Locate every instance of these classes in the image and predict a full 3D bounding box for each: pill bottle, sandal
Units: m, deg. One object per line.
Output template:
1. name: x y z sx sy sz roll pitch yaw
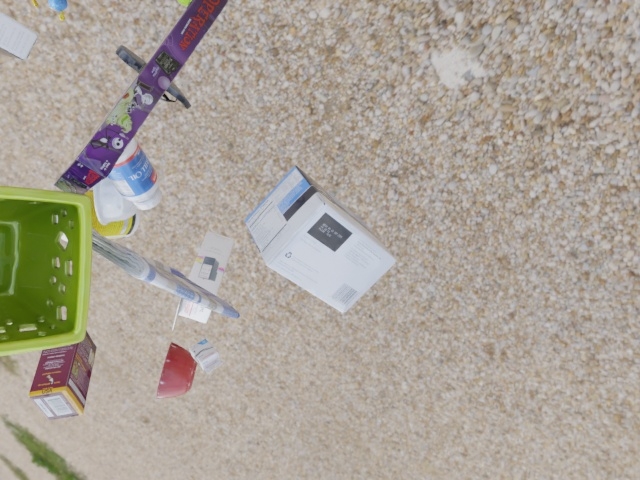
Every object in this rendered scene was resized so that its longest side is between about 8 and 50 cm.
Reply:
1. pill bottle: -0.852 -0.092 1.848 0.187 0.333 0.188 3 96 30
2. sandal: -0.483 -0.460 1.451 0.054 0.097 0.254 -46 135 10
3. pill bottle: -0.547 -0.194 1.466 0.124 0.124 0.222 15 150 21

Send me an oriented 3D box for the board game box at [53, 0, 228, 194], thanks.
1. board game box: -0.282 -0.229 0.788 0.056 0.347 0.208 39 156 -31

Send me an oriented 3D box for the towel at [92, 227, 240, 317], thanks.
1. towel: -0.297 0.066 0.957 0.209 0.034 0.285 24 170 33

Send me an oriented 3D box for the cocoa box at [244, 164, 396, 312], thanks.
1. cocoa box: 0.000 0.000 1.438 0.231 0.228 0.347 -46 131 10

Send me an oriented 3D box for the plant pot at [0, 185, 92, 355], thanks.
1. plant pot: -0.490 0.034 0.734 0.207 0.228 0.227 6 93 42

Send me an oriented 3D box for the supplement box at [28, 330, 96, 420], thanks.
1. supplement box: -0.583 0.295 1.151 0.080 0.188 0.104 -8 132 -5

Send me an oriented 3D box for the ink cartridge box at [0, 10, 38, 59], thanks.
1. ink cartridge box: -0.479 -0.289 0.573 0.206 0.045 0.208 21 176 27

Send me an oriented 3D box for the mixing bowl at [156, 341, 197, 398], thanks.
1. mixing bowl: -0.452 0.422 1.610 0.098 0.182 0.182 13 137 -10

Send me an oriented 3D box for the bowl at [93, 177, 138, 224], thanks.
1. bowl: -0.640 -0.194 1.663 0.133 0.298 0.298 3 135 -9

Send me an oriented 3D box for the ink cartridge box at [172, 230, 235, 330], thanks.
1. ink cartridge box: -0.440 0.165 1.904 0.119 0.354 0.207 19 136 -9

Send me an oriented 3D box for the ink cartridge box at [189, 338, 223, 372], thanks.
1. ink cartridge box: -0.278 0.281 1.227 0.083 0.048 0.028 30 139 44

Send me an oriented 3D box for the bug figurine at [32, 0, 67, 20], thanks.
1. bug figurine: -0.524 -0.541 0.942 0.072 0.279 0.217 -1 107 -12

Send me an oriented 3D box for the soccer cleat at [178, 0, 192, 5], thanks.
1. soccer cleat: -0.333 -0.650 1.258 0.072 0.060 0.178 24 162 -27
